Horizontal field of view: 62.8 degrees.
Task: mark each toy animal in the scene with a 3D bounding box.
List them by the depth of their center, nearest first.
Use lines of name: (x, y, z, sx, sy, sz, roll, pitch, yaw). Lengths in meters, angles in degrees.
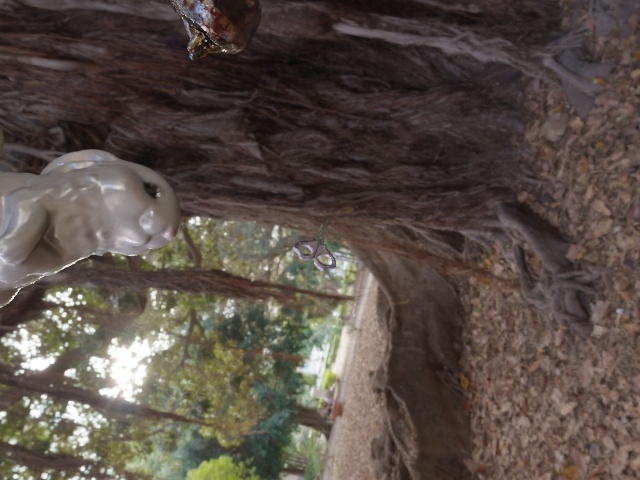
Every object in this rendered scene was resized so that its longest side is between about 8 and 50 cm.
toy animal: (-0.376, -0.024, 0.692, 0.258, 0.357, 0.194, 22, 122, 52)

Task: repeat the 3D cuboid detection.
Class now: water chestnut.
water chestnut: (-0.256, -0.542, 1.244, 0.238, 0.224, 0.223, -51, 0, 5)

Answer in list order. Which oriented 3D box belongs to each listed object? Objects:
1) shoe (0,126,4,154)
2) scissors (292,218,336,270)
shoe: (-0.743, -0.215, 0.897, 0.363, 0.160, 0.132, 30, -113, -72)
scissors: (0.000, 0.000, 1.161, 0.015, 0.100, 0.189, -61, 5, 34)
